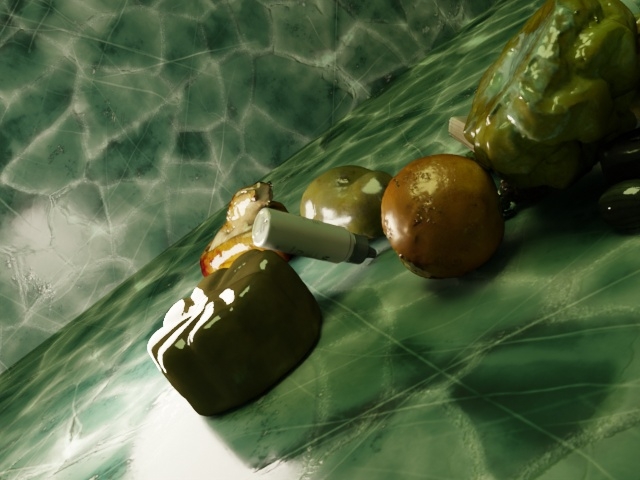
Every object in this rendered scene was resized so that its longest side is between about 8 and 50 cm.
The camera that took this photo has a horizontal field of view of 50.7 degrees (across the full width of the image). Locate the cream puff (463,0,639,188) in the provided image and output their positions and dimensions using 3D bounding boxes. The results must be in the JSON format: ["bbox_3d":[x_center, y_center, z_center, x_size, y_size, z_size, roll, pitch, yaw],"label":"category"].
[{"bbox_3d":[0.442,-0.248,1.222,0.378,0.275,0.378,-58,4,6],"label":"cream puff"}]

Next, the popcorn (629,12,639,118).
[{"bbox_3d":[0.654,-0.346,1.347,0.256,0.255,0.195,13,80,21],"label":"popcorn"}]

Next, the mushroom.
[{"bbox_3d":[-0.216,-0.026,2.007,0.345,0.260,0.345,-30,17,10],"label":"mushroom"}]

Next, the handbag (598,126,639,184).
[{"bbox_3d":[0.605,-0.161,1.106,0.223,0.080,0.246,-10,9,46],"label":"handbag"}]

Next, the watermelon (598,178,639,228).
[{"bbox_3d":[0.495,-0.058,1.079,0.078,0.078,0.110,-45,16,-34],"label":"watermelon"}]

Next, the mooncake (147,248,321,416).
[{"bbox_3d":[-0.193,0.187,1.475,0.378,0.201,0.378,-31,16,10],"label":"mooncake"}]

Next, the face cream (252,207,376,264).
[{"bbox_3d":[0.000,0.000,1.552,0.092,0.311,0.092,-30,54,53],"label":"face cream"}]

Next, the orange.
[{"bbox_3d":[0.228,-0.046,1.267,0.240,0.240,0.240,-31,17,10],"label":"orange"}]

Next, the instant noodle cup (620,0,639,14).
[{"bbox_3d":[0.596,-0.415,1.617,0.307,0.294,0.294,-37,15,12],"label":"instant noodle cup"}]

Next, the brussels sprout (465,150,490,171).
[{"bbox_3d":[0.403,-0.198,1.679,0.085,0.058,0.085,3,23,-1],"label":"brussels sprout"}]

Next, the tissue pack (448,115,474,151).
[{"bbox_3d":[0.430,-0.250,1.633,0.170,0.071,0.325,1,18,-4],"label":"tissue pack"}]

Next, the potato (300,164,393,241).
[{"bbox_3d":[0.084,-0.086,1.718,0.218,0.202,0.351,-50,28,-16],"label":"potato"}]

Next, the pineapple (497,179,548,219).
[{"bbox_3d":[0.387,-0.106,1.395,0.221,0.103,0.083,-34,-17,3],"label":"pineapple"}]
